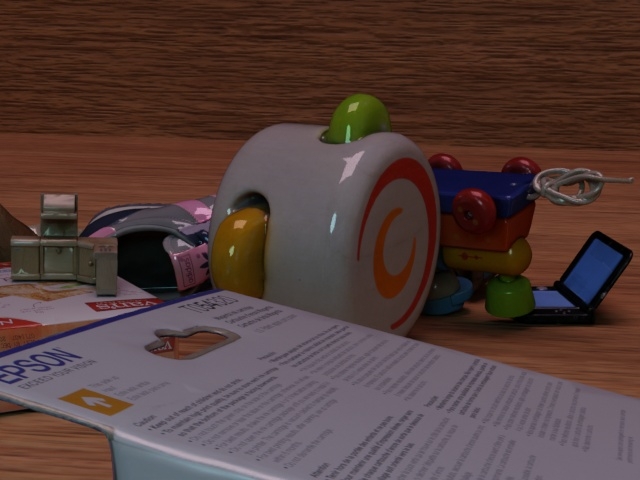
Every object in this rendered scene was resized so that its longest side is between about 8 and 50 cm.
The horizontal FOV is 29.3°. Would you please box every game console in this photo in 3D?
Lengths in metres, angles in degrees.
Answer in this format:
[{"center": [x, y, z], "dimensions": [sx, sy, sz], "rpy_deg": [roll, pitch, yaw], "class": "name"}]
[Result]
[{"center": [0.232, 0.033, 1.188], "dimensions": [0.107, 0.071, 0.122], "rpy_deg": [0, 10, -4], "class": "game console"}]

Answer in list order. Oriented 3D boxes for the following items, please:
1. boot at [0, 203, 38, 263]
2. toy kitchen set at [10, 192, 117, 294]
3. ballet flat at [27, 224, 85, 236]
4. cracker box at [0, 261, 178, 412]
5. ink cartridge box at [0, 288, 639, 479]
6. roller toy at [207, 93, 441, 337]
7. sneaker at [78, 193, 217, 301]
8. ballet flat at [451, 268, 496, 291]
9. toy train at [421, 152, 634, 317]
[{"center": [-0.371, -0.015, 1.207], "dimensions": [0.305, 0.115, 0.112], "rpy_deg": [9, 47, 46], "class": "boot"}, {"center": [-0.201, 0.001, 0.958], "dimensions": [0.083, 0.068, 0.075], "rpy_deg": [0, 10, -10], "class": "toy kitchen set"}, {"center": [-0.274, 0.012, 1.311], "dimensions": [0.168, 0.057, 0.052], "rpy_deg": [-7, 23, -37], "class": "ballet flat"}, {"center": [-0.227, 0.067, 0.974], "dimensions": [0.155, 0.067, 0.232], "rpy_deg": [-5, 12, -29], "class": "cracker box"}, {"center": [0.046, 0.106, 0.571], "dimensions": [0.330, 0.072, 0.324], "rpy_deg": [13, 7, 14], "class": "ink cartridge box"}, {"center": [0.000, 0.000, 1.028], "dimensions": [0.146, 0.191, 0.209], "rpy_deg": [8, 54, 30], "class": "roller toy"}, {"center": [-0.086, 0.009, 1.170], "dimensions": [0.318, 0.112, 0.131], "rpy_deg": [-13, 17, 8], "class": "sneaker"}, {"center": [0.025, 0.006, 1.288], "dimensions": [0.342, 0.116, 0.124], "rpy_deg": [8, 31, 16], "class": "ballet flat"}, {"center": [0.171, 0.006, 1.108], "dimensions": [0.248, 0.143, 0.105], "rpy_deg": [6, 26, 39], "class": "toy train"}]
